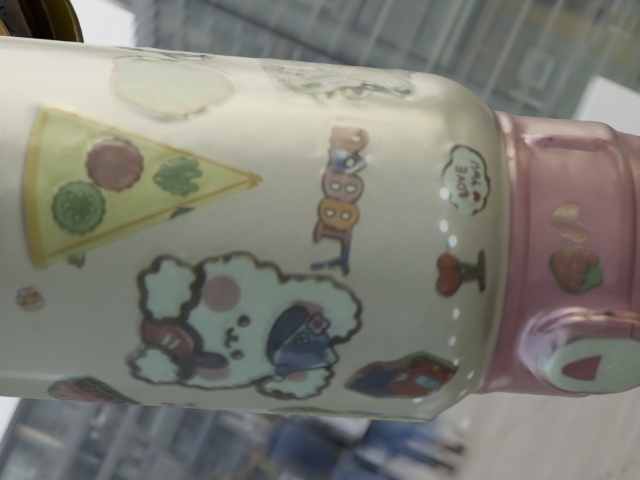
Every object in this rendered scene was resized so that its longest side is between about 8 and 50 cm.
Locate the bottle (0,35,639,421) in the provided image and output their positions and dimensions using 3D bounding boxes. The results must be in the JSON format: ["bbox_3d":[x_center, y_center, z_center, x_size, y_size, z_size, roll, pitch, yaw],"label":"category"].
[{"bbox_3d":[0.000,0.000,0.610,0.120,0.253,0.120,-176,90,-86],"label":"bottle"}]

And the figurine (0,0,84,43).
[{"bbox_3d":[-0.227,-0.111,1.114,0.167,0.192,0.257,-32,20,-7],"label":"figurine"}]
